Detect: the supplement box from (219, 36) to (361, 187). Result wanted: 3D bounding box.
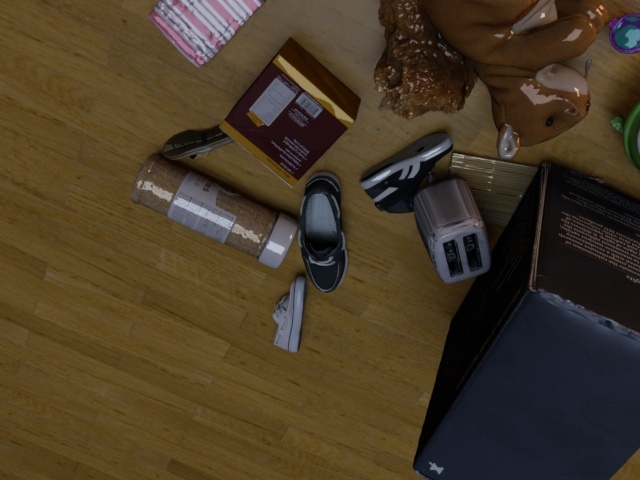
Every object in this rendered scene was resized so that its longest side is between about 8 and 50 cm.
[{"bbox_3d":[-0.057,-0.251,1.343,0.191,0.129,0.194,39,119,-14],"label":"supplement box"}]

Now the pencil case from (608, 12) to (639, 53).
[{"bbox_3d":[0.535,-0.358,1.170,0.070,0.152,0.064,46,120,7],"label":"pencil case"}]

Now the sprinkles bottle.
[{"bbox_3d":[-0.229,-0.063,1.486,0.355,0.121,0.121,25,121,-6],"label":"sprinkles bottle"}]

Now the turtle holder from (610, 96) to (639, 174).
[{"bbox_3d":[0.698,-0.153,1.206,0.243,0.227,0.320,-31,128,19],"label":"turtle holder"}]

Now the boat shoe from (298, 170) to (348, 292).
[{"bbox_3d":[0.000,0.000,1.503,0.114,0.091,0.302,-2,120,10],"label":"boat shoe"}]

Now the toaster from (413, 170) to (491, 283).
[{"bbox_3d":[0.269,-0.020,1.373,0.129,0.146,0.227,-17,135,5],"label":"toaster"}]

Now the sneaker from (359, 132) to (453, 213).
[{"bbox_3d":[0.200,-0.130,1.409,0.217,0.079,0.121,-25,117,31],"label":"sneaker"}]

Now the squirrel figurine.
[{"bbox_3d":[0.294,-0.335,1.198,0.397,0.281,0.370,-3,131,27],"label":"squirrel figurine"}]

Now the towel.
[{"bbox_3d":[-0.223,-0.448,1.316,0.197,0.029,0.144,-38,108,24],"label":"towel"}]

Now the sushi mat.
[{"bbox_3d":[0.417,-0.091,1.423,0.317,0.019,0.151,11,122,3],"label":"sushi mat"}]

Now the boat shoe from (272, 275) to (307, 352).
[{"bbox_3d":[-0.079,0.180,1.627,0.076,0.083,0.226,9,122,3],"label":"boat shoe"}]

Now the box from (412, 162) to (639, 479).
[{"bbox_3d":[0.430,0.189,1.284,0.297,0.472,0.480,26,126,7],"label":"box"}]

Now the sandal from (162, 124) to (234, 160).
[{"bbox_3d":[-0.252,-0.202,1.449,0.180,0.072,0.049,-12,139,11],"label":"sandal"}]
